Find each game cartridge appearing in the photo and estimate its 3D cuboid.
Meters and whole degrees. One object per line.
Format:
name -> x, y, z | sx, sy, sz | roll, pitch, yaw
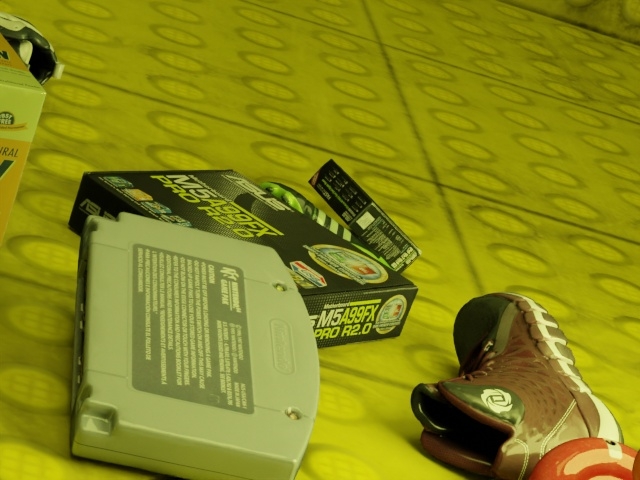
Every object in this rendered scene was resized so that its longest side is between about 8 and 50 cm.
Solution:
game cartridge -> -0.099, 0.088, 1.530 | 0.196, 0.060, 0.294 | 10, 32, -11

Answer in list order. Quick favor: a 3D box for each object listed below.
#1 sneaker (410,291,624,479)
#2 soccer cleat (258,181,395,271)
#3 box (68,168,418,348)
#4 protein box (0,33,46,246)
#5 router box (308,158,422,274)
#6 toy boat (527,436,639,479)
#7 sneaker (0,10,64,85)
sneaker -> 0.139, 0.122, 1.679 | 0.162, 0.106, 0.281 | 7, 23, -25
soccer cleat -> 0.000, 0.000, 1.962 | 0.179, 0.060, 0.072 | 38, 15, 29
box -> -0.075, 0.014, 1.829 | 0.270, 0.060, 0.216 | 33, 23, 34
protein box -> -0.343, -0.079, 1.596 | 0.136, 0.201, 0.200 | 9, 21, -29
router box -> 0.046, -0.026, 2.036 | 0.092, 0.038, 0.122 | 43, 4, -33
toy boat -> 0.249, 0.214, 1.449 | 0.151, 0.151, 0.231 | 13, 20, -20
sneaker -> -0.386, -0.213, 2.097 | 0.235, 0.094, 0.153 | 17, 7, -40
